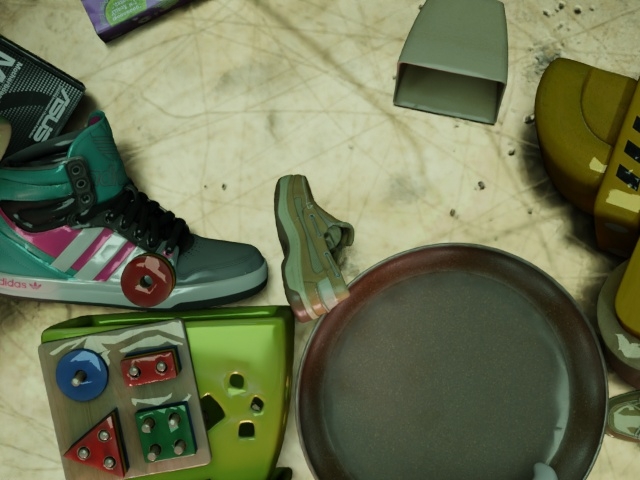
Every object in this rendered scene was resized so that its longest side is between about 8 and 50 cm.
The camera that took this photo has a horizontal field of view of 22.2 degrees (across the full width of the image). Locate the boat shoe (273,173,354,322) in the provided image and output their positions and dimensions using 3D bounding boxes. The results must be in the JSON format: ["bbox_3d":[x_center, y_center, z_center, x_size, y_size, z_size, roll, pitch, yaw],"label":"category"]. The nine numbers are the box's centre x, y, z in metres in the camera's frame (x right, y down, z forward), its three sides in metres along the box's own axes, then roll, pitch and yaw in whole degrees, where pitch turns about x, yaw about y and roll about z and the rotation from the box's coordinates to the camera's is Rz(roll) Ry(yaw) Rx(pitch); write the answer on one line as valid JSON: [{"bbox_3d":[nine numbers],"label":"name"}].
[{"bbox_3d":[0.000,0.000,1.604,0.072,0.068,0.190,-21,45,12],"label":"boat shoe"}]

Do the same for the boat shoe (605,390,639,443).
[{"bbox_3d":[0.355,0.178,1.620,0.153,0.048,0.056,7,85,3],"label":"boat shoe"}]

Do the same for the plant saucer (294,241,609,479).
[{"bbox_3d":[0.127,0.156,1.609,0.310,0.050,0.311,0,93,-6],"label":"plant saucer"}]

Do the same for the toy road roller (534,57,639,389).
[{"bbox_3d":[0.303,-0.039,1.576,0.240,0.202,0.330,19,80,16],"label":"toy road roller"}]

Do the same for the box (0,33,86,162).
[{"bbox_3d":[-0.362,-0.121,1.634,0.184,0.045,0.191,32,95,-18],"label":"box"}]

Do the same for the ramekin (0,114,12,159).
[{"bbox_3d":[-0.431,-0.036,1.461,0.148,0.303,0.303,39,87,-2],"label":"ramekin"}]

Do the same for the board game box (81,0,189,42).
[{"bbox_3d":[-0.119,-0.375,1.696,0.346,0.056,0.208,-26,80,0],"label":"board game box"}]

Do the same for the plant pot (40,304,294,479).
[{"bbox_3d":[-0.133,0.173,1.558,0.227,0.228,0.207,-4,92,2],"label":"plant pot"}]

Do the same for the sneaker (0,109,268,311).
[{"bbox_3d":[-0.196,-0.035,1.605,0.295,0.124,0.178,3,111,-2],"label":"sneaker"}]

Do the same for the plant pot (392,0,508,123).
[{"bbox_3d":[0.137,-0.190,1.641,0.109,0.109,0.096,12,73,3],"label":"plant pot"}]

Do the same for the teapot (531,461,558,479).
[{"bbox_3d":[0.181,0.359,1.479,0.187,0.252,0.256,-8,95,-3],"label":"teapot"}]

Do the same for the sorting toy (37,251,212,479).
[{"bbox_3d":[-0.172,0.155,1.427,0.132,0.046,0.275,-10,98,5],"label":"sorting toy"}]
